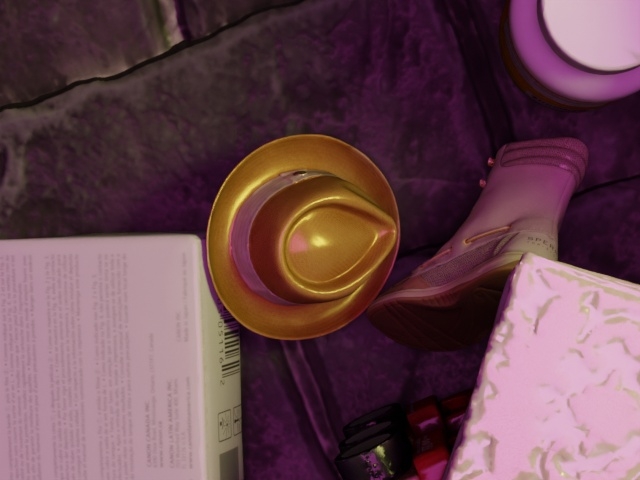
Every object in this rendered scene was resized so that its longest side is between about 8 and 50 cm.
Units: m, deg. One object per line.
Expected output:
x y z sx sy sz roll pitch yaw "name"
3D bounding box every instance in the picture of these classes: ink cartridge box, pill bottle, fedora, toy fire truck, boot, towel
-0.259 0.149 1.232 0.384 0.091 0.308 -1 93 21 "ink cartridge box"
0.217 -0.177 1.079 0.136 0.245 0.136 0 92 4 "pill bottle"
0.000 0.000 1.149 0.194 0.079 0.194 -3 97 -30 "fedora"
0.141 0.154 1.115 0.246 0.217 0.159 -24 90 4 "toy fire truck"
0.138 0.003 1.170 0.077 0.213 0.165 37 55 -21 "boot"
0.242 0.208 0.969 0.316 0.053 0.332 19 94 6 "towel"
